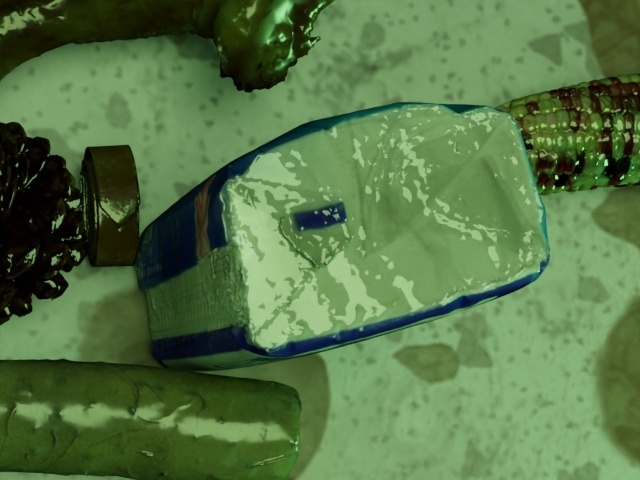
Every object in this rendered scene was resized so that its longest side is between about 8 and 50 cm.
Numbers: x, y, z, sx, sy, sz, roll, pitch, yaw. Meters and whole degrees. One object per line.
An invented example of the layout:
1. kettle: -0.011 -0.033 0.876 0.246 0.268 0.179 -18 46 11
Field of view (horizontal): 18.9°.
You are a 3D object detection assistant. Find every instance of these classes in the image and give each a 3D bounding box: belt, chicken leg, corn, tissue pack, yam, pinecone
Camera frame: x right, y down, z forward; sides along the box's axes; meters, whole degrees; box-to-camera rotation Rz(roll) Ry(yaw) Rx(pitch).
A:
1. belt: -0.144 -0.024 1.309 0.036 0.059 0.083 -2 86 -17
2. chicken leg: -0.110 -0.177 1.303 0.361 0.140 0.211 -41 75 -6
3. corn: 0.228 -0.080 1.412 0.253 0.086 0.086 -8 86 -14
4. tissue pack: 0.000 0.000 1.239 0.209 0.269 0.137 -17 90 -16
5. yam: -0.200 0.114 1.232 0.371 0.083 0.083 4 83 -8
6. pinecone: -0.216 -0.006 1.254 0.121 0.140 0.140 37 72 -45
